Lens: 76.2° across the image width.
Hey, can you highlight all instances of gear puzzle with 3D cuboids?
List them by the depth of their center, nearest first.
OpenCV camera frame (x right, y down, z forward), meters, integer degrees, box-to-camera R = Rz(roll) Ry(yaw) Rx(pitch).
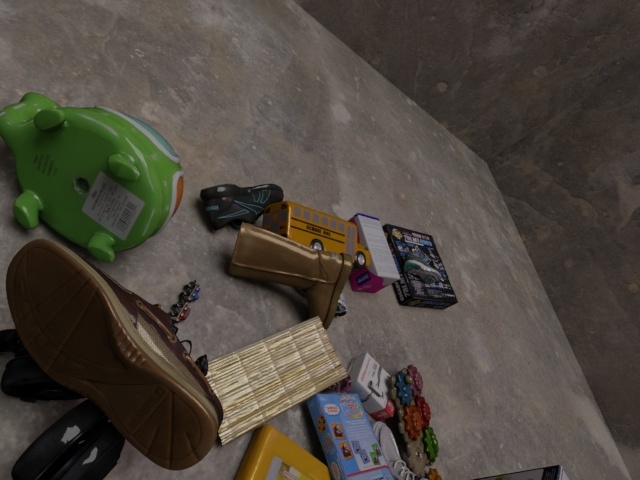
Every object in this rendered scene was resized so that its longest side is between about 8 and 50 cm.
[{"bbox_3d":[0.262,0.497,1.036,0.175,0.044,0.339,6,67,-58],"label":"gear puzzle"}]

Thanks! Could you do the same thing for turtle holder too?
[{"bbox_3d":[-0.404,-0.122,0.738,0.319,0.244,0.227,9,22,7],"label":"turtle holder"}]

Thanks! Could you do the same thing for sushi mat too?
[{"bbox_3d":[-0.088,0.270,0.837,0.316,0.019,0.152,-15,65,-38],"label":"sushi mat"}]

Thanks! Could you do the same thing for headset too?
[{"bbox_3d":[-0.351,0.240,0.574,0.393,0.185,0.244,-11,64,-35],"label":"headset"}]

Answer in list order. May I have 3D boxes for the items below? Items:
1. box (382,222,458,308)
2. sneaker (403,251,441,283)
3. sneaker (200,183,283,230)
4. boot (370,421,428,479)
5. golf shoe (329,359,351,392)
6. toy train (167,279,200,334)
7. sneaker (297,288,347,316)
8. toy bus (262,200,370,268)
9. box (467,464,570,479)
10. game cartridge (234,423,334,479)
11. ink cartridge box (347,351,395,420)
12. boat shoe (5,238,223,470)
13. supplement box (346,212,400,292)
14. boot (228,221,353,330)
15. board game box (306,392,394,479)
[{"bbox_3d":[0.355,0.098,1.497,0.295,0.073,0.294,11,52,-42],"label":"box"},{"bbox_3d":[0.349,0.089,1.394,0.166,0.065,0.076,31,38,-28],"label":"sneaker"},{"bbox_3d":[-0.192,-0.088,1.047,0.267,0.101,0.106,-13,92,-53],"label":"sneaker"},{"bbox_3d":[0.189,0.530,0.906,0.095,0.123,0.259,17,49,-40],"label":"boot"},{"bbox_3d":[-0.002,0.280,0.968,0.186,0.067,0.086,48,-3,8],"label":"golf shoe"},{"bbox_3d":[-0.274,0.140,0.799,0.036,0.027,0.158,42,37,-21],"label":"toy train"},{"bbox_3d":[0.000,0.122,1.095,0.191,0.071,0.083,46,29,-24],"label":"sneaker"},{"bbox_3d":[0.000,0.000,1.109,0.332,0.108,0.130,15,71,-45],"label":"toy bus"},{"bbox_3d":[0.478,0.663,0.977,0.087,0.290,0.169,-16,72,-52],"label":"box"},{"bbox_3d":[-0.054,0.537,0.692,0.285,0.052,0.324,42,35,-14],"label":"game cartridge"},{"bbox_3d":[0.130,0.369,1.033,0.135,0.056,0.099,46,37,-10],"label":"ink cartridge box"},{"bbox_3d":[-0.256,0.137,0.539,0.342,0.123,0.123,43,2,2],"label":"boat shoe"},{"bbox_3d":[0.144,0.041,1.276,0.113,0.111,0.220,10,53,-43],"label":"supplement box"},{"bbox_3d":[-0.085,0.094,0.969,0.269,0.236,0.089,14,18,-13],"label":"boot"},{"bbox_3d":[0.066,0.434,0.871,0.160,0.039,0.212,23,34,-46],"label":"board game box"}]
